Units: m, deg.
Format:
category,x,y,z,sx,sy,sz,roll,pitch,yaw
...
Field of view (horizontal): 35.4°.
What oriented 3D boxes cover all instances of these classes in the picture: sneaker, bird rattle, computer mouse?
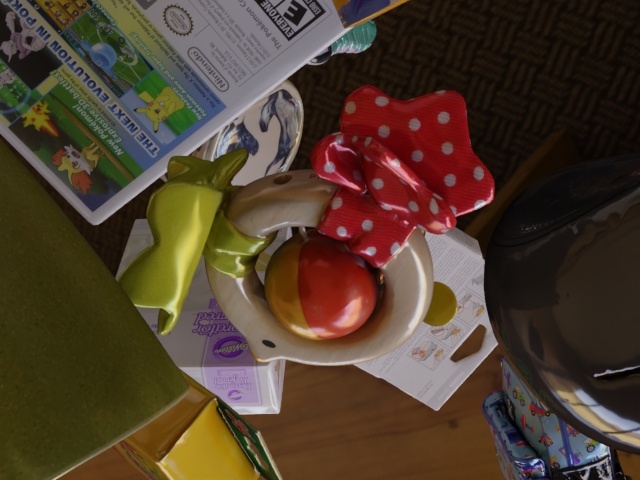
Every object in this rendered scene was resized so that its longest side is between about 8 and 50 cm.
category,x,y,z,sx,sy,sz,roll,pitch,yaw
sneaker,-0.003,-0.303,1.461,0.098,0.224,0.083,-4,106,33
bird rattle,0.000,0.000,0.703,0.253,0.143,0.207,-13,126,12
computer mouse,0.136,0.016,0.337,0.188,0.072,0.272,52,151,-3

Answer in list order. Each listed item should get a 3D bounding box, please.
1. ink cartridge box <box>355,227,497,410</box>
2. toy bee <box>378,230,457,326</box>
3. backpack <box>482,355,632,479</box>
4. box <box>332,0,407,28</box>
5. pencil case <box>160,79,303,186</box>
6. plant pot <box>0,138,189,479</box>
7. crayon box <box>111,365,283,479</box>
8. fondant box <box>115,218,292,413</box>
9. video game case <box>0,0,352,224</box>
category,x,y,z,sx,sy,sz,roll,pitch,yaw
ink cartridge box,0.180,0.120,1.717,0.261,0.066,0.296,31,113,-15
toy bee,0.084,0.025,1.173,0.195,0.298,0.162,40,88,-4
backpack,0.238,0.185,1.049,0.117,0.158,0.173,-19,121,-1
box,0.056,-0.198,0.636,0.136,0.028,0.081,-19,98,40
pencil case,-0.196,-0.177,1.155,0.410,0.160,0.183,31,142,34
plant pot,-0.260,0.016,0.557,0.275,0.275,0.293,-27,89,38
crayon box,-0.178,0.162,0.975,0.318,0.081,0.202,30,157,27
fondant box,-0.166,0.095,1.394,0.238,0.330,0.096,-2,127,5
video game case,-0.184,-0.211,0.779,0.300,0.036,0.329,-35,111,20
